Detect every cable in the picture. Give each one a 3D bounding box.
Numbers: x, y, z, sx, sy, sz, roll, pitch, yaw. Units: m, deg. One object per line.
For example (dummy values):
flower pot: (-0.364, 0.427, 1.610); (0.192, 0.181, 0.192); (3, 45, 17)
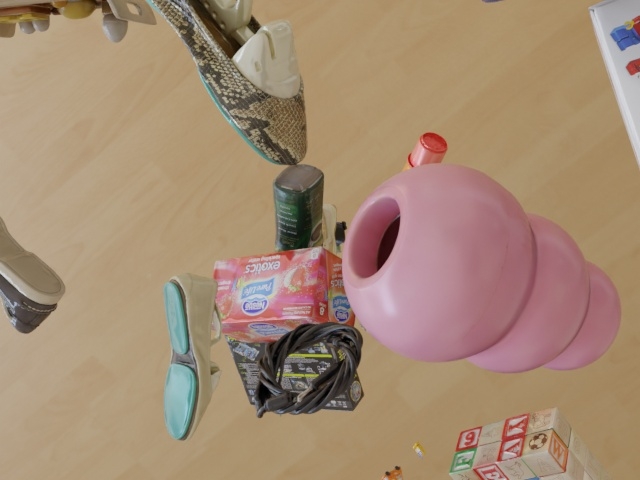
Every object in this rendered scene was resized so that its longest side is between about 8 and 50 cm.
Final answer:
cable: (-0.014, 0.154, 1.081); (0.150, 0.184, 0.047); (-24, 111, 21)

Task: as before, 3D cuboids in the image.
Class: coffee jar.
coffee jar: (-0.039, -0.038, 1.500); (0.079, 0.096, 0.184); (16, 128, 22)

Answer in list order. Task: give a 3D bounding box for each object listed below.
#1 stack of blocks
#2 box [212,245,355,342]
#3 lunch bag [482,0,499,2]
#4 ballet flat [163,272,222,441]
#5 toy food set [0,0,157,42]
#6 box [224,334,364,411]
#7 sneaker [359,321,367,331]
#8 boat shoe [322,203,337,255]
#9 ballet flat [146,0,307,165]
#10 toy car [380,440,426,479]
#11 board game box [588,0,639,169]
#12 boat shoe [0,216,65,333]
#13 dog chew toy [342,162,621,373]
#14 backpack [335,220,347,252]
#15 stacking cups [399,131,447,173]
stack of blocks: (0.353, 0.400, 1.254); (0.171, 0.087, 0.297); (-26, 112, 37)
box: (-0.068, 0.100, 1.454); (0.256, 0.128, 0.122); (-7, 154, 38)
lunch bag: (0.179, -0.241, 0.398); (0.243, 0.303, 0.115); (-20, 80, -2)
ballet flat: (-0.177, 0.167, 1.201); (0.086, 0.086, 0.249); (2, 103, -1)
toy food set: (-0.480, -0.404, 1.533); (0.306, 0.220, 0.092); (-4, 101, 8)
box: (-0.060, 0.251, 1.761); (0.270, 0.060, 0.216); (-4, 114, 32)
sneaker: (0.247, 0.110, 1.450); (0.410, 0.182, 0.158); (-3, 137, 18)
boat shoe: (0.000, 0.000, 1.864); (0.059, 0.063, 0.170); (7, 76, -23)
ballet flat: (-0.149, -0.349, 1.345); (0.483, 0.164, 0.182); (54, 131, 4)
toy car: (0.183, 0.503, 1.840); (0.040, 0.060, 0.122); (48, 116, 28)
board game box: (0.288, -0.026, 0.458); (0.193, 0.053, 0.305); (-18, 72, 20)
boat shoe: (-0.357, 0.018, 0.874); (0.206, 0.075, 0.065); (39, 109, 17)
dog chew toy: (0.190, 0.049, 0.895); (0.331, 0.206, 0.207); (21, 106, -26)
backpack: (-0.007, -0.005, 1.998); (0.114, 0.105, 0.084); (-5, 80, 39)
stacking cups: (0.186, -0.104, 1.831); (0.096, 0.096, 0.316); (15, 132, -5)
